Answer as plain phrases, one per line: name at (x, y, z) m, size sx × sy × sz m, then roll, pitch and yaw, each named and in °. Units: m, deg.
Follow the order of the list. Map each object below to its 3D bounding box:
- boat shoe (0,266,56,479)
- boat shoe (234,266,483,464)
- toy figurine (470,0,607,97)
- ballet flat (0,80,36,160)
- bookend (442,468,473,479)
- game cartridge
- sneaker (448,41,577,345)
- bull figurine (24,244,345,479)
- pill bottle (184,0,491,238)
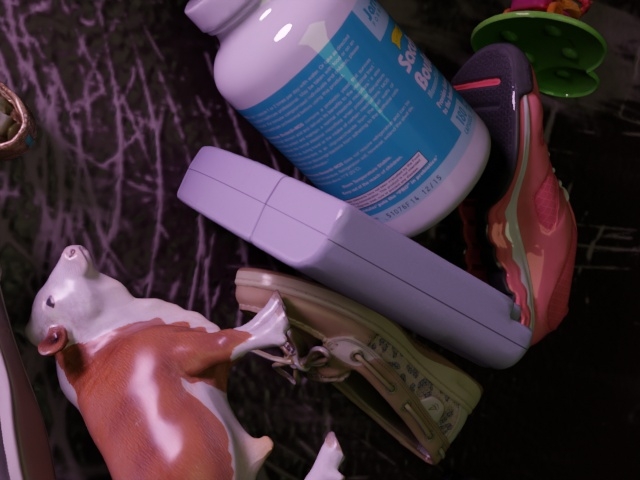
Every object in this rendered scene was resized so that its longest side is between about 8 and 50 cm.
boat shoe at (-0.253, 0.102, 0.602) m, size 0.095 × 0.112 × 0.335 m, roll -16°, pitch 75°, yaw -10°
boat shoe at (0.034, 0.114, 0.793) m, size 0.285 × 0.104 × 0.089 m, roll 33°, pitch 75°, yaw -27°
toy figurine at (0.238, -0.252, 0.886) m, size 0.173 × 0.130 × 0.159 m, roll 28°, pitch 69°, yaw -49°
ballet flat at (-0.292, -0.126, 0.623) m, size 0.206 × 0.067 × 0.073 m, roll 29°, pitch 81°, yaw -26°
bookend at (0.201, 0.315, 0.866) m, size 0.156 × 0.157 × 0.072 m, roll 42°, pitch 75°, yaw -23°
game cartridge at (0.000, 0.000, 0.659) m, size 0.198 × 0.297 × 0.062 m, roll 24°, pitch 91°, yaw -26°
sneaker at (0.192, -0.039, 0.881) m, size 0.136 × 0.116 × 0.314 m, roll -14°, pitch 107°, yaw -37°
bull figurine at (-0.093, 0.131, 0.645) m, size 0.188 × 0.101 × 0.310 m, roll -23°, pitch 72°, yaw -2°
pill bottle at (0.013, -0.130, 0.741) m, size 0.264 × 0.146 × 0.146 m, roll 43°, pitch 74°, yaw -24°
